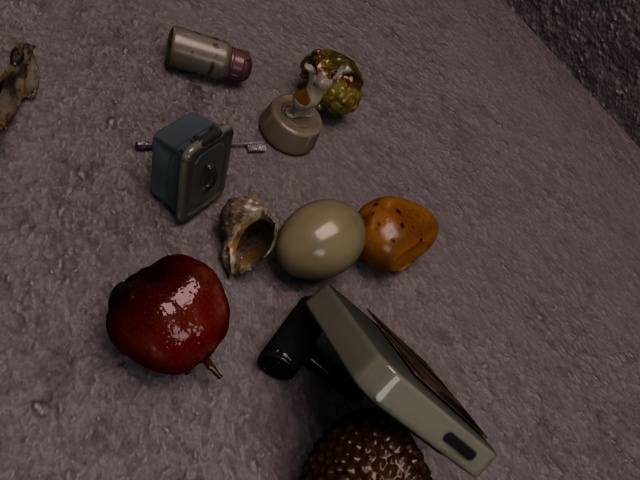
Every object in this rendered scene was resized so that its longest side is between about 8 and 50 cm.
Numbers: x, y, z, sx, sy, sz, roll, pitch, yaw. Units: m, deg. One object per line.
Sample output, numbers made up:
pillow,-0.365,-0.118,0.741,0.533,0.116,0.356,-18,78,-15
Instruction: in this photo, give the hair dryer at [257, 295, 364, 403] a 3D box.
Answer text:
hair dryer,0.003,0.268,1.300,0.251,0.089,0.197,45,45,-9

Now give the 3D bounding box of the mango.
mango,0.200,-0.029,1.562,0.290,0.160,0.191,-15,59,-41

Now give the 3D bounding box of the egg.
egg,0.000,0.000,1.398,0.242,0.186,0.186,-31,78,-31

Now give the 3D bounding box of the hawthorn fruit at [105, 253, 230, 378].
hawthorn fruit,-0.269,0.162,1.118,0.266,0.210,0.230,54,45,-4

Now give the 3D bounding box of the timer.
timer,-0.038,-0.376,1.578,0.175,0.266,0.175,15,53,-21

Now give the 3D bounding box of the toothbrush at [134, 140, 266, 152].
toothbrush,-0.294,-0.238,1.494,0.354,0.024,0.029,-6,71,-35

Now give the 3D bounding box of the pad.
pad,0.211,0.264,1.222,0.220,0.004,0.330,43,3,-19

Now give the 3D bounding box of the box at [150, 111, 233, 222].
box,-0.289,-0.167,1.321,0.130,0.227,0.162,33,47,12

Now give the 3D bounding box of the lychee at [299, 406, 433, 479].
lychee,0.079,0.454,1.102,0.268,0.267,0.267,16,53,-21

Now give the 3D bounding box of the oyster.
oyster,-0.661,-0.317,1.223,0.079,0.128,0.345,15,37,-15

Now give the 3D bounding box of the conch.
conch,-0.167,-0.013,1.339,0.130,0.155,0.207,33,63,-38

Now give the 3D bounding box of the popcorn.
popcorn,0.030,-0.472,1.755,0.189,0.169,0.218,3,48,-37

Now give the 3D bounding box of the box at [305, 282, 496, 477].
box,0.149,0.272,1.184,0.367,0.090,0.373,43,2,-26

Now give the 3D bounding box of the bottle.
bottle,-0.303,-0.505,1.615,0.233,0.110,0.110,10,55,-26
